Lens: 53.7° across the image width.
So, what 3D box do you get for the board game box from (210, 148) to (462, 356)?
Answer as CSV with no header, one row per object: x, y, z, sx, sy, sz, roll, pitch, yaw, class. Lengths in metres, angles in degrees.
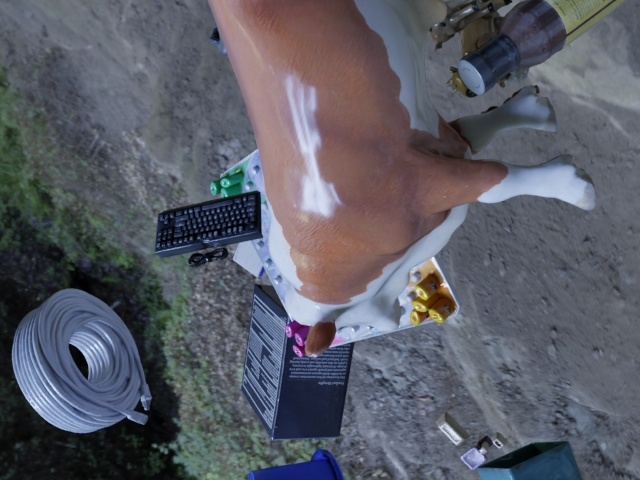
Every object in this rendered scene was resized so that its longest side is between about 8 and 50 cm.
0.000,0.000,1.090,0.390,0.050,0.390,-24,94,46,board game box

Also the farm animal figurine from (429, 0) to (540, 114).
0.333,-0.405,1.346,0.172,0.330,0.326,-17,37,36,farm animal figurine

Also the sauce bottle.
0.385,-0.374,1.068,0.344,0.111,0.111,-36,63,-7,sauce bottle

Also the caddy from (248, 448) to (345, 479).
-0.022,0.483,0.920,0.179,0.241,0.341,3,60,-15,caddy

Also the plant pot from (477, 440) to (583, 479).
0.495,0.592,1.408,0.166,0.165,0.234,-16,75,-16,plant pot

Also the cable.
-0.434,0.218,1.152,0.089,0.257,0.257,-28,61,17,cable

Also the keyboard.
-0.172,-0.013,0.963,0.180,0.023,0.108,-11,69,19,keyboard

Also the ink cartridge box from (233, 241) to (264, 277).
-0.151,-0.012,1.694,0.208,0.045,0.206,26,94,62,ink cartridge box

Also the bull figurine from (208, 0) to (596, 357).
0.032,-0.074,0.350,0.188,0.101,0.310,-15,113,12,bull figurine

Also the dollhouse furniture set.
0.294,0.363,1.232,0.114,0.081,0.091,44,114,10,dollhouse furniture set

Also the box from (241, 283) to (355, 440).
-0.061,0.285,1.544,0.296,0.183,0.294,-153,70,-67,box

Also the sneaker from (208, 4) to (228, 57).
-0.115,-0.389,1.010,0.121,0.300,0.111,25,54,-3,sneaker
